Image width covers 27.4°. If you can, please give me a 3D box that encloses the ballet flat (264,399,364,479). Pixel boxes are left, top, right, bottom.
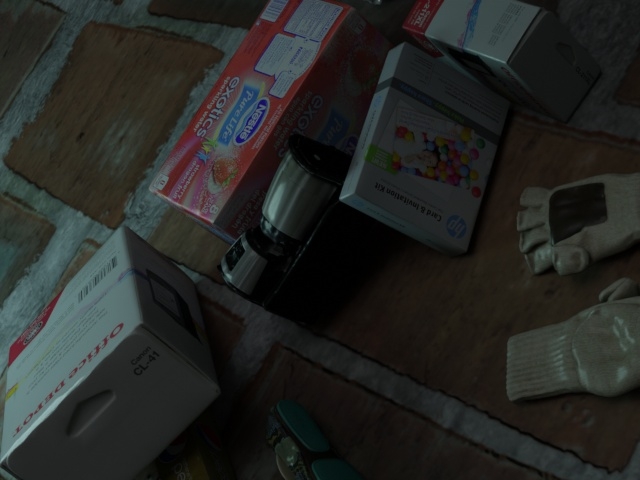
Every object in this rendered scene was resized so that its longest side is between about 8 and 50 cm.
[{"bbox_3d":[-0.004,0.241,1.341,0.070,0.070,0.188,-47,39,7],"label":"ballet flat"}]

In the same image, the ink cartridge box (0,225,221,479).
[{"bbox_3d":[-0.246,0.145,1.505,0.226,0.131,0.306,-45,23,8],"label":"ink cartridge box"}]

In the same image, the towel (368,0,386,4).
[{"bbox_3d":[0.139,-0.507,1.633,0.317,0.053,0.331,-46,31,52],"label":"towel"}]

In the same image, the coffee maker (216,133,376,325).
[{"bbox_3d":[0.000,0.000,1.439,0.178,0.171,0.120,-60,-1,21],"label":"coffee maker"}]

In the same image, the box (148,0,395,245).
[{"bbox_3d":[-0.043,-0.133,1.564,0.154,0.142,0.300,25,81,48],"label":"box"}]

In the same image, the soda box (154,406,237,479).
[{"bbox_3d":[-0.137,0.255,1.445,0.061,0.058,0.181,-43,42,13],"label":"soda box"}]

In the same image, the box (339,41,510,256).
[{"bbox_3d":[0.113,-0.097,1.392,0.038,0.145,0.186,-21,46,62],"label":"box"}]

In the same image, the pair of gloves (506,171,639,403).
[{"bbox_3d":[0.268,0.036,1.237,0.204,0.042,0.240,-10,57,38],"label":"pair of gloves"}]

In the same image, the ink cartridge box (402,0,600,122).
[{"bbox_3d":[0.193,-0.207,1.408,0.175,0.127,0.072,31,87,49],"label":"ink cartridge box"}]
